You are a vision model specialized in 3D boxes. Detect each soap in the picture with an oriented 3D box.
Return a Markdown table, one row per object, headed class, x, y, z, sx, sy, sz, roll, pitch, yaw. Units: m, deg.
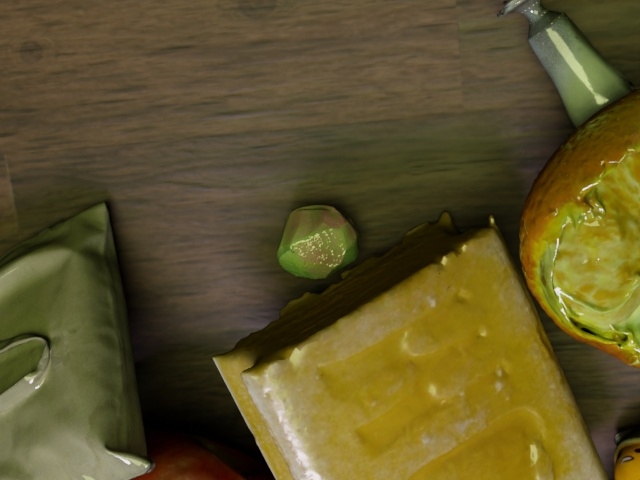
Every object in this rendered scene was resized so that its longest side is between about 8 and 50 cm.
| class | x | y | z | sx | sy | sz | roll | pitch | yaw |
| --- | --- | --- | --- | --- | --- | --- | --- | --- | --- |
| soap | 0.096 | 0.182 | 1.002 | 0.293 | 0.156 | 0.335 | -28 | 101 | -18 |

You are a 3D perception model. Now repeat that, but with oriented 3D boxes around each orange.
| class | x | y | z | sx | sy | sz | roll | pitch | yaw |
| --- | --- | --- | --- | --- | --- | --- | --- | --- | --- |
| orange | 0.336 | -0.013 | 0.929 | 0.335 | 0.196 | 0.262 | 23 | 121 | -17 |

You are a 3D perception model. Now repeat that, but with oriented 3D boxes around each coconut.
| class | x | y | z | sx | sy | sz | roll | pitch | yaw |
| --- | --- | --- | --- | --- | --- | --- | --- | --- | --- |
| coconut | 0.000 | 0.000 | 1.049 | 0.082 | 0.081 | 0.083 | 27 | 141 | -10 |

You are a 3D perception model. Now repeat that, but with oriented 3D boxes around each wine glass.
| class | x | y | z | sx | sy | sz | roll | pitch | yaw |
| --- | --- | --- | --- | --- | --- | --- | --- | --- | --- |
| wine glass | 0.239 | -0.179 | 0.977 | 0.072 | 0.072 | 0.155 | -36 | 97 | 14 |

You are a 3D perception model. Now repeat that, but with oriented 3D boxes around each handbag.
| class | x | y | z | sx | sy | sz | roll | pitch | yaw |
| --- | --- | --- | --- | --- | --- | --- | --- | --- | --- |
| handbag | -0.300 | 0.137 | 1.045 | 0.253 | 0.109 | 0.315 | -29 | 59 | 18 |

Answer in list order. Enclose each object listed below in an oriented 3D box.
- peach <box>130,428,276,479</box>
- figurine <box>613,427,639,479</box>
| class | x | y | z | sx | sy | sz | roll | pitch | yaw |
| --- | --- | --- | --- | --- | --- | --- | --- | --- | --- |
| peach | -0.170 | 0.370 | 1.052 | 0.281 | 0.281 | 0.338 | 27 | 85 | 0 |
| figurine | 0.395 | 0.271 | 1.067 | 0.250 | 0.166 | 0.141 | 8 | 67 | -19 |
